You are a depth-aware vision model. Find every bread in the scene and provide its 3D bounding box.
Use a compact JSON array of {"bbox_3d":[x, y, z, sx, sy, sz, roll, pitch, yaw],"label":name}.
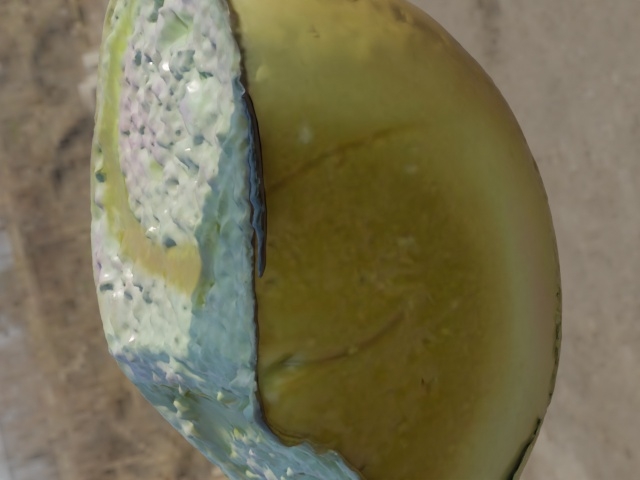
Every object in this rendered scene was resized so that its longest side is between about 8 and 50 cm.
[{"bbox_3d":[0.008,0.011,0.689,0.158,0.156,0.260,7,102,60],"label":"bread"}]
